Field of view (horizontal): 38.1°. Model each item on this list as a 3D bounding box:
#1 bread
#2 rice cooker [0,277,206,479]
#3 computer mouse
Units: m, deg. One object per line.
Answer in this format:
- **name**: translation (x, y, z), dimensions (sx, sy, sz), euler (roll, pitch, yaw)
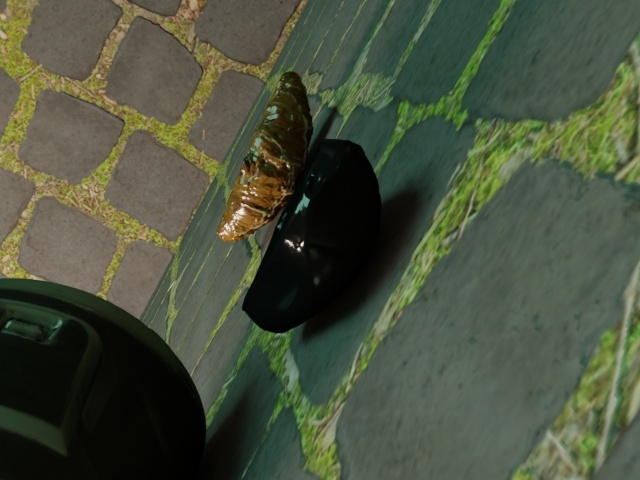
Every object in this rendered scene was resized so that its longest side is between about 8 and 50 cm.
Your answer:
- **bread**: translation (-0.059, -0.097, 1.168), dimensions (0.105, 0.076, 0.233), euler (-62, -6, -84)
- **rice cooker**: translation (-0.281, 0.228, 0.790), dimensions (0.335, 0.335, 0.325), euler (-54, 13, 37)
- **computer mouse**: translation (0.000, 0.000, 0.717), dimensions (0.122, 0.074, 0.217), euler (-65, 6, -24)
